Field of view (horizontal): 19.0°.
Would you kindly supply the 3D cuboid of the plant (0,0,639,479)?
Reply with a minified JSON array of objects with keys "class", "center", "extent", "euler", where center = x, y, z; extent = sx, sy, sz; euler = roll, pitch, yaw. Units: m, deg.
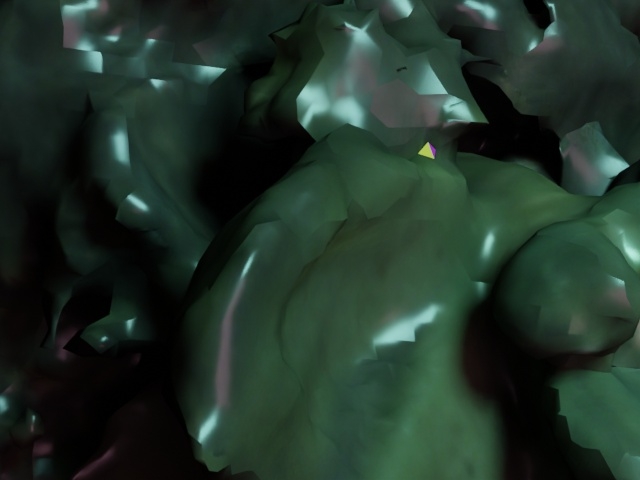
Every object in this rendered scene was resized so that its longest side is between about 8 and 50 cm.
[{"class":"plant","center":[0.000,0.000,0.461],"extent":[0.215,0.312,0.213],"euler":[-4,101,-29]}]
